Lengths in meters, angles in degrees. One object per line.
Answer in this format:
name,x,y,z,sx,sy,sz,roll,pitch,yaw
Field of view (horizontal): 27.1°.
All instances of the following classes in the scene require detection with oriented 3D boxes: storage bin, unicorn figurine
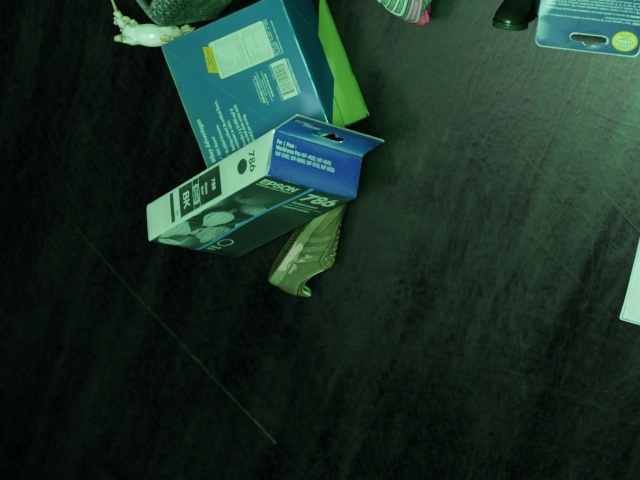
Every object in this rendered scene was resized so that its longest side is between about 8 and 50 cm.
storage bin,-0.188,-0.373,1.825,0.084,0.180,0.122,-41,84,27
unicorn figurine,-0.256,-0.306,1.930,0.161,0.111,0.060,22,95,5

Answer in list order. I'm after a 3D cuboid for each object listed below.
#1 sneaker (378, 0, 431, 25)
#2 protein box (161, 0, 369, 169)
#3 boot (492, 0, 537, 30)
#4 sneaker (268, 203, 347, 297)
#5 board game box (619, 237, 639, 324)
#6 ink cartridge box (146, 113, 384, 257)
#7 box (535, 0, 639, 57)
sneaker,0.185,-0.400,1.686,0.112,0.121,0.299,42,123,-14
protein box,-0.075,-0.219,1.836,0.201,0.136,0.200,-19,95,28
boot,0.252,-0.321,1.665,0.045,0.121,0.099,15,116,20
sneaker,0.000,0.000,1.910,0.071,0.066,0.188,30,115,-13
board game box,0.559,-0.012,1.624,0.317,0.066,0.319,17,110,21
ink cartridge box,-0.078,-0.066,1.820,0.332,0.165,0.065,-28,60,42
box,0.343,-0.346,1.633,0.136,0.036,0.225,7,106,1
